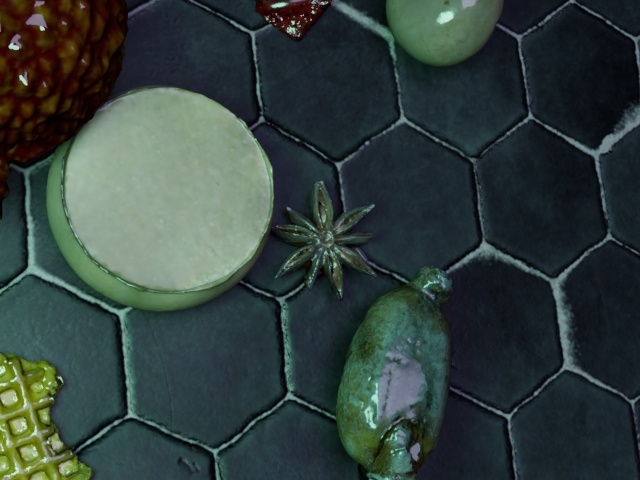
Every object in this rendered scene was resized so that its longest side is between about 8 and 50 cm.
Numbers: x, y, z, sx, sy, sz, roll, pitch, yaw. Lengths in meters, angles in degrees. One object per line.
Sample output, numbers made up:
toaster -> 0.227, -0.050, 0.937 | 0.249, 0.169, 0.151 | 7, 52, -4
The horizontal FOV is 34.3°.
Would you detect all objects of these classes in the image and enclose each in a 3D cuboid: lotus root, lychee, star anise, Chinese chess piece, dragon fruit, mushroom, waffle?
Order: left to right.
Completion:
lychee -> -0.459, -0.274, 1.356 | 0.425, 0.424, 0.499 | -13, 90, -21
waffle -> -0.450, 0.284, 1.444 | 0.291, 0.051, 0.291 | 3, 82, -17
Chinese chess piece -> -0.233, -0.064, 1.537 | 0.338, 0.140, 0.338 | 4, 77, -18
dragon fruit -> -0.050, -0.402, 1.702 | 0.131, 0.063, 0.097 | 33, 71, -11
star anise -> 0.000, 0.000, 1.648 | 0.183, 0.065, 0.195 | 1, 84, -14
lotus root -> 0.120, 0.204, 1.603 | 0.175, 0.175, 0.349 | 20, 70, -15
mushroom -> 0.217, -0.390, 1.747 | 0.204, 0.204, 0.204 | 4, 79, -18
